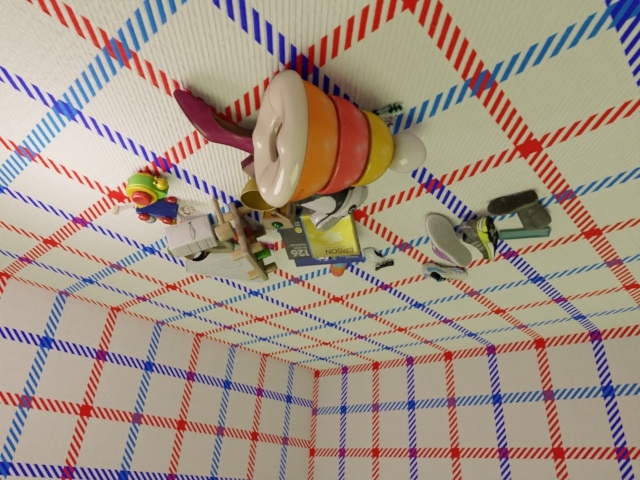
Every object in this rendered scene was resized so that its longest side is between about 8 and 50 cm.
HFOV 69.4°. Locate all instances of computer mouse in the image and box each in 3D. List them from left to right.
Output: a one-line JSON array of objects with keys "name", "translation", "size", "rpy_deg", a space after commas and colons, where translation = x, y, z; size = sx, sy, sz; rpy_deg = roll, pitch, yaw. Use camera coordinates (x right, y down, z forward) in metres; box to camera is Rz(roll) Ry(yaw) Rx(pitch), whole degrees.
[{"name": "computer mouse", "translation": [0.257, 0.091, 2.132], "size": [0.106, 0.042, 0.193], "rpy_deg": [-15, 147, 33]}]

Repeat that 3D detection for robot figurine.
[{"name": "robot figurine", "translation": [0.005, -0.177, 1.521], "size": [0.279, 0.209, 0.173], "rpy_deg": [19, 113, -25]}]

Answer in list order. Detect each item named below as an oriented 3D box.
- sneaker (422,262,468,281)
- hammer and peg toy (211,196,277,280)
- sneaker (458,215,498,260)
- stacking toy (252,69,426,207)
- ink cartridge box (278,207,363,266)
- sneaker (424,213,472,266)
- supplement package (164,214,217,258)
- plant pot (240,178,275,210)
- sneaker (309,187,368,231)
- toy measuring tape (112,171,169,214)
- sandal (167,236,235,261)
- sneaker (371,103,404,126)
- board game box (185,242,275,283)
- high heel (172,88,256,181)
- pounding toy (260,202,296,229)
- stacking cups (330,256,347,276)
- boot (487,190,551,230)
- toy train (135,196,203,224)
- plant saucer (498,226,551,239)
[{"name": "sneaker", "translation": [0.589, 0.165, 2.186], "size": [0.238, 0.086, 0.085], "rpy_deg": [10, 150, -15]}, {"name": "hammer and peg toy", "translation": [-0.293, -0.023, 1.790], "size": [0.128, 0.265, 0.361], "rpy_deg": [-22, 148, 1]}, {"name": "sneaker", "translation": [0.639, -0.012, 1.856], "size": [0.122, 0.111, 0.300], "rpy_deg": [6, 155, 31]}, {"name": "stacking toy", "translation": [0.075, -0.252, 1.277], "size": [0.481, 0.350, 0.350], "rpy_deg": [3, 154, -23]}, {"name": "ink cartridge box", "translation": [0.000, 0.000, 1.859], "size": [0.304, 0.072, 0.307], "rpy_deg": [-6, 125, 15]}, {"name": "sneaker", "translation": [0.478, -0.001, 1.877], "size": [0.282, 0.102, 0.161], "rpy_deg": [49, 169, -25]}, {"name": "supplement package", "translation": [-0.529, -0.015, 1.896], "size": [0.180, 0.105, 0.105], "rpy_deg": [-19, 157, -8]}, {"name": "plant pot", "translation": [-0.210, -0.178, 1.630], "size": [0.135, 0.095, 0.134], "rpy_deg": [4, 152, 2]}, {"name": "sneaker", "translation": [0.063, -0.132, 1.680], "size": [0.235, 0.094, 0.090], "rpy_deg": [-34, 154, 11]}, {"name": "toy measuring tape", "translation": [-0.685, -0.173, 1.683], "size": [0.331, 0.121, 0.121], "rpy_deg": [-15, 147, 30]}, {"name": "sandal", "translation": [-0.520, 0.043, 1.986], "size": [0.303, 0.086, 0.120], "rpy_deg": [-3, 151, 12]}, {"name": "sneaker", "translation": [0.200, -0.352, 1.322], "size": [0.098, 0.038, 0.069], "rpy_deg": [-3, 154, 32]}, {"name": "board game box", "translation": [-0.437, 0.087, 2.202], "size": [0.391, 0.050, 0.390], "rpy_deg": [10, 151, -11]}, {"name": "high heel", "translation": [-0.243, -0.344, 1.361], "size": [0.181, 0.127, 0.377], "rpy_deg": [-38, 133, 12]}, {"name": "pounding toy", "translation": [-0.152, -0.102, 1.718], "size": [0.130, 0.141, 0.100], "rpy_deg": [-5, 150, 15]}, {"name": "stacking cups", "translation": [0.093, 0.083, 2.089], "size": [0.096, 0.095, 0.316], "rpy_deg": [2, 153, 3]}, {"name": "boot", "translation": [0.736, -0.097, 1.708], "size": [0.190, 0.075, 0.209], "rpy_deg": [-11, 155, 30]}, {"name": "toy train", "translation": [-0.589, -0.099, 1.831], "size": [0.248, 0.105, 0.143], "rpy_deg": [9, 162, -10]}, {"name": "plant saucer", "translation": [0.823, -0.029, 1.867], "size": [0.192, 0.018, 0.067], "rpy_deg": [-5, 151, 14]}]
